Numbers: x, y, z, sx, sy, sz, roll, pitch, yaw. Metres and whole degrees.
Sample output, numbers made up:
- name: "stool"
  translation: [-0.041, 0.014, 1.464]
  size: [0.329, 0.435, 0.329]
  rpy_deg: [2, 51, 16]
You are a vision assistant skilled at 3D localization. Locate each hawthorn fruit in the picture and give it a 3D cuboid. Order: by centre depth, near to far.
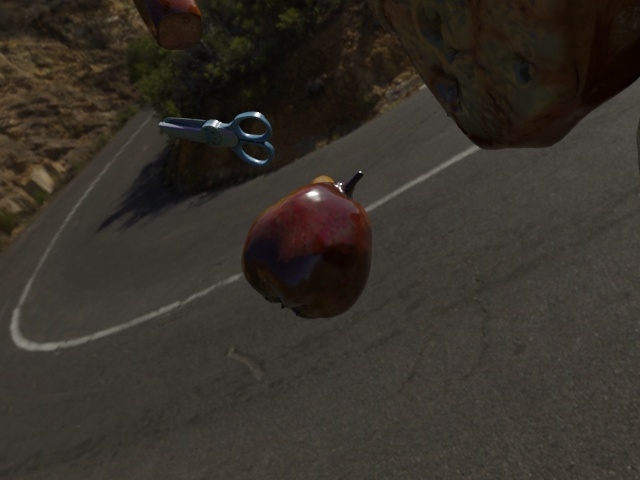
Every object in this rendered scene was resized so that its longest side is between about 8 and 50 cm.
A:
- name: "hawthorn fruit"
  translation: [0.000, 0.000, 0.874]
  size: [0.248, 0.208, 0.208]
  rpy_deg: [-58, 25, -10]

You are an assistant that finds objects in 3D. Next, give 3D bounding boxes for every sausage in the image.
- name: "sausage"
  translation: [-0.130, -0.203, 0.424]
  size: [0.039, 0.131, 0.041]
  rpy_deg: [-22, -19, -21]

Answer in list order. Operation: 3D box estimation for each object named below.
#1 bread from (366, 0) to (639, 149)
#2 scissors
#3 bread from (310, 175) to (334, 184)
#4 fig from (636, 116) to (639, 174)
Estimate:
- name: "bread"
  translation: [0.132, -0.243, 0.447]
  size: [0.114, 0.327, 0.295]
  rpy_deg: [-23, -20, -10]
- name: "scissors"
  translation: [-0.221, -0.225, 1.173]
  size: [0.256, 0.125, 0.030]
  rpy_deg: [11, 46, 11]
- name: "bread"
  translation: [0.005, -0.104, 1.187]
  size: [0.062, 0.049, 0.103]
  rpy_deg: [-21, 26, 4]
- name: "fig"
  translation: [0.406, -0.094, 0.457]
  size: [0.316, 0.316, 0.316]
  rpy_deg: [-34, 23, 17]
